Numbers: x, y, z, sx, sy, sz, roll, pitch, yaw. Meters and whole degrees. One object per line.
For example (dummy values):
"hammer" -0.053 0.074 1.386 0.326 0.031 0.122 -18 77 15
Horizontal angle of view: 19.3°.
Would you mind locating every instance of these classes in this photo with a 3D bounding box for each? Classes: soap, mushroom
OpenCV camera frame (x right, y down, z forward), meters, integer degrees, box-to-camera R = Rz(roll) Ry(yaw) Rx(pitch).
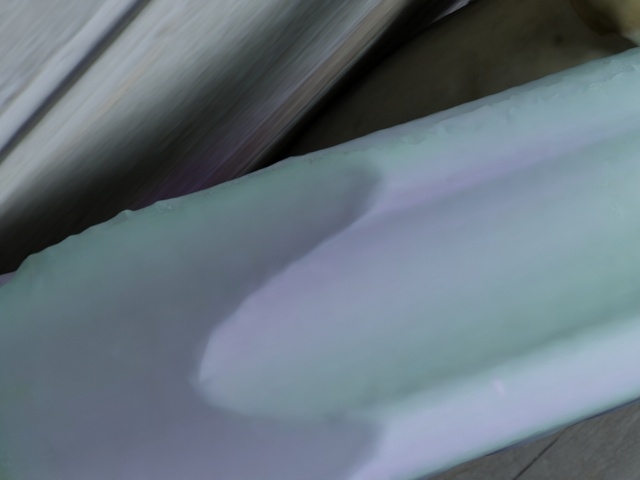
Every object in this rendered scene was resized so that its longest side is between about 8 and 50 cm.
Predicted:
"soap" 0.043 0.023 0.678 0.346 0.115 0.208 -18 172 -13
"mushroom" 0.043 -0.014 0.941 0.407 0.137 0.154 -38 164 28
